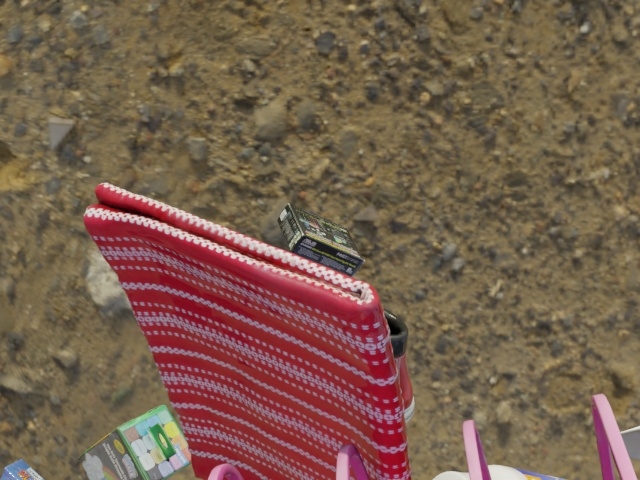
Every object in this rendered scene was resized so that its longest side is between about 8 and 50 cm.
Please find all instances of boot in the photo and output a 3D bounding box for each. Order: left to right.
[{"bbox_3d":[0.014,0.135,1.182,0.088,0.244,0.176,-40,134,-43],"label":"boot"}]

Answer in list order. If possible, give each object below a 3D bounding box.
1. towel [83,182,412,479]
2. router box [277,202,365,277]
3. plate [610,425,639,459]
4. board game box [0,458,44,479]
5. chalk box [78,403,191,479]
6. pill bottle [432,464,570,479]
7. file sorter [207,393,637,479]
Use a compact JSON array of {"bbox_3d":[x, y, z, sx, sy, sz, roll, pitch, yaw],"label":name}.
[{"bbox_3d":[-0.034,0.100,0.538,0.031,0.198,0.275,-48,144,-33],"label":"towel"},{"bbox_3d":[0.000,0.000,1.362,0.122,0.092,0.038,23,114,-30],"label":"router box"},{"bbox_3d":[0.412,0.144,0.762,0.277,0.277,0.045,-16,73,-3],"label":"plate"},{"bbox_3d":[-0.388,0.426,1.241,0.035,0.201,0.136,-20,143,-60],"label":"board game box"},{"bbox_3d":[-0.345,0.417,1.713,0.132,0.213,0.132,-20,76,-53],"label":"chalk box"},{"bbox_3d":[0.272,0.388,1.186,0.272,0.152,0.152,19,89,-30],"label":"pill bottle"},{"bbox_3d":[0.034,0.217,0.442,0.290,0.202,0.182,-14,121,10],"label":"file sorter"}]
